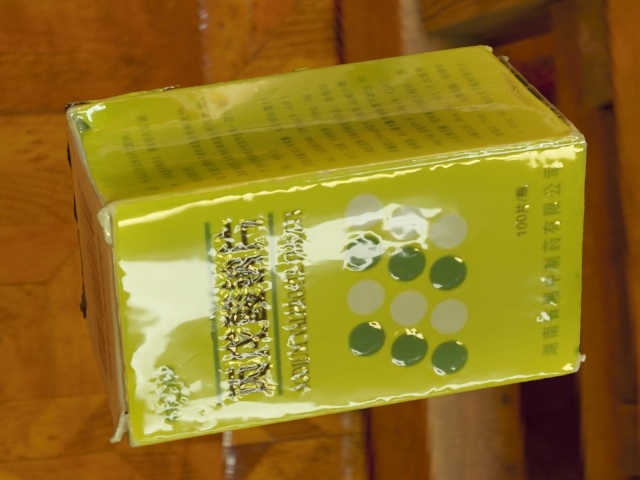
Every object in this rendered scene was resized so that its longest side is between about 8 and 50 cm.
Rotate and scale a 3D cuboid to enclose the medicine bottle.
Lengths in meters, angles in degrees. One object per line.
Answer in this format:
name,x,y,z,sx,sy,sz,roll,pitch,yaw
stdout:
medicine bottle,0.000,0.000,0.933,0.250,0.141,0.137,-9,119,-13
